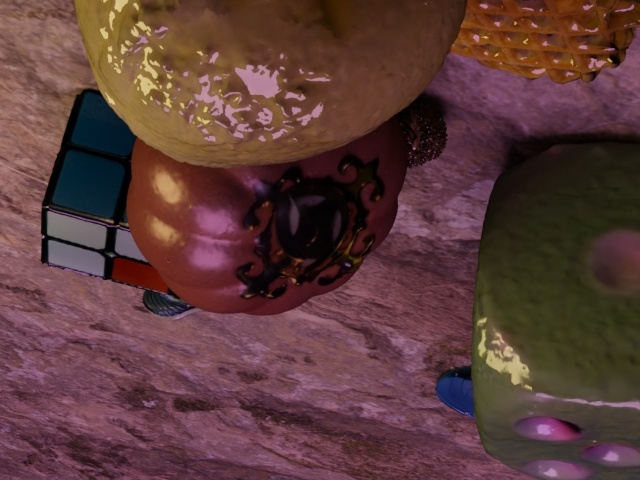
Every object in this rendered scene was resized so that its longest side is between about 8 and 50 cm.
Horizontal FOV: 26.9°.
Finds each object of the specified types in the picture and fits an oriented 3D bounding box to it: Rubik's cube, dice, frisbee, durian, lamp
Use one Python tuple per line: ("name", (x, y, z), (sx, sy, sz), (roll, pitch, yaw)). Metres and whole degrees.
("Rubik's cube", (-0.232, -0.054, 1.622), (0.183, 0.167, 0.180), (16, 154, -7))
("dice", (0.343, 0.097, 1.522), (0.318, 0.322, 0.330), (3, 155, 15))
("frisbee", (0.307, 0.270, 2.201), (0.242, 0.045, 0.242), (8, 153, 4))
("durian", (0.104, -0.118, 1.478), (0.080, 0.080, 0.091), (1, -167, 19))
("lamp", (-0.063, -0.071, 1.389), (0.239, 0.305, 0.305), (46, 180, 41))

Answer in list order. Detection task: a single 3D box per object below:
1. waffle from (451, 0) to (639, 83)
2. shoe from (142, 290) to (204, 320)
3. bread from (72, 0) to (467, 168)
("waffle", (0.167, -0.210, 1.224), (0.254, 0.052, 0.245), (20, 169, -18))
("shoe", (-0.213, 0.077, 1.994), (0.142, 0.064, 0.071), (-12, 147, 34))
("bread", (-0.040, -0.218, 1.049), (0.320, 0.321, 0.237), (21, 153, -20))
